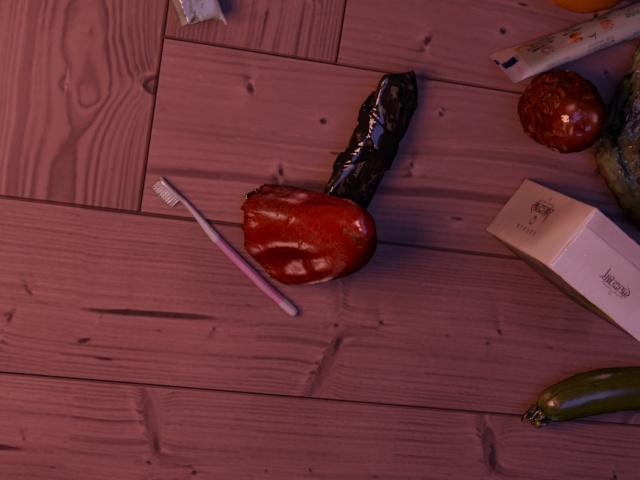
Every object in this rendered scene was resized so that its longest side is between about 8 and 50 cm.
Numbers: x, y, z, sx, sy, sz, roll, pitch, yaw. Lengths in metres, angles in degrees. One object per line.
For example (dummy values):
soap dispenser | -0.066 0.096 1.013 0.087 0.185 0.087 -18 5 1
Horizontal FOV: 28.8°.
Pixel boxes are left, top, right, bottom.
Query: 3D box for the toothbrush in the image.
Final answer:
toothbrush | -0.135 0.014 1.789 0.025 0.020 0.286 -44 107 6

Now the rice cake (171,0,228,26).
rice cake | -0.192 -0.380 1.678 0.063 0.069 0.206 -23 108 -11

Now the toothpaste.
toothpaste | 0.407 -0.304 1.841 0.314 0.058 0.056 -21 90 -11

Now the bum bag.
bum bag | 0.074 -0.133 1.780 0.069 0.102 0.248 23 93 18

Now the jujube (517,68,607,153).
jujube | 0.351 -0.184 1.792 0.109 0.176 0.112 -8 108 -8

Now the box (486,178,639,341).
box | 0.378 0.024 1.795 0.194 0.260 0.111 38 94 -16

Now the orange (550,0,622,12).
orange | 0.377 -0.411 1.767 0.177 0.155 0.177 -5 103 -22

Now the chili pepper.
chili pepper | 0.000 0.000 1.707 0.136 0.253 0.144 6 91 -34

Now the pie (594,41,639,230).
pie | 0.579 -0.168 1.891 0.288 0.103 0.354 23 94 -15

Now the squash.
squash | 0.466 0.237 1.956 0.318 0.080 0.071 -6 63 -14
